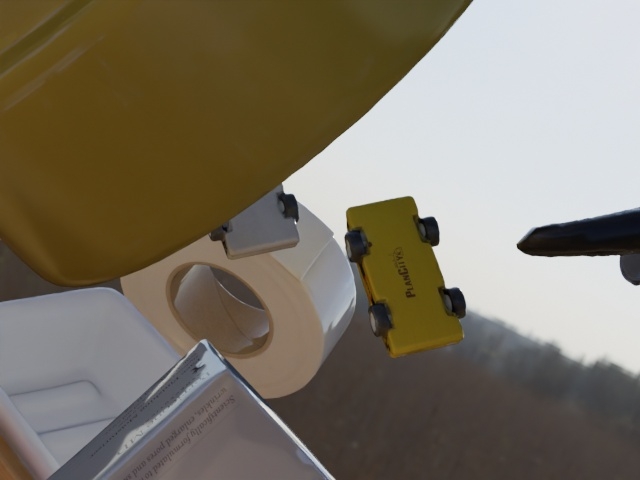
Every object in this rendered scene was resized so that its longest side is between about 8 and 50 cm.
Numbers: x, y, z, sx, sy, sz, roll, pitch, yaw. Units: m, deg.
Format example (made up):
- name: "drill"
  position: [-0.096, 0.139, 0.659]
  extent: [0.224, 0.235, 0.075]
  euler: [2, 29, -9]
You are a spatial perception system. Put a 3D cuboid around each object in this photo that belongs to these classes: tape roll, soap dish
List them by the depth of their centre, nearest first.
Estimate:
- name: "soap dish"
  position: [-0.213, 0.172, 1.383]
  extent: [0.229, 0.118, 0.291]
  euler: [-9, 40, -42]
- name: "tape roll"
  position: [-0.102, 0.058, 1.890]
  extent: [0.286, 0.100, 0.286]
  euler: [17, -48, 20]

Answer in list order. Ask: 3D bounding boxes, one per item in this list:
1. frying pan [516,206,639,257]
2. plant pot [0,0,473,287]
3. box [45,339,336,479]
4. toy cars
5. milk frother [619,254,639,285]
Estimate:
- name: "frying pan"
  position: [0.247, -0.010, 0.566]
  extent: [0.197, 0.053, 0.326]
  euler: [-12, -2, 44]
- name: "plant pot"
  position: [-0.088, -0.152, 0.541]
  extent: [0.239, 0.254, 0.254]
  euler: [47, -9, -20]
- name: "box"
  position: [-0.087, 0.204, 1.143]
  extent: [0.182, 0.181, 0.119]
  euler: [50, -6, -15]
- name: "toy cars"
  position: [0.000, 0.000, 1.686]
  extent: [0.394, 0.176, 0.087]
  euler: [31, -29, 14]
- name: "milk frother"
  position: [0.405, 0.023, 1.779]
  extent: [0.135, 0.129, 0.143]
  euler: [26, -29, -28]
